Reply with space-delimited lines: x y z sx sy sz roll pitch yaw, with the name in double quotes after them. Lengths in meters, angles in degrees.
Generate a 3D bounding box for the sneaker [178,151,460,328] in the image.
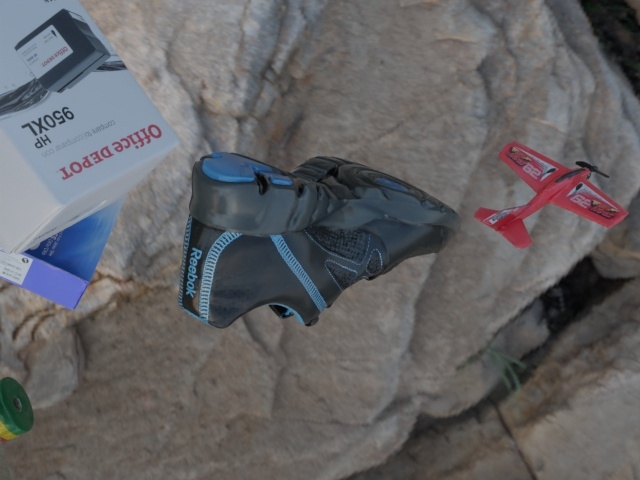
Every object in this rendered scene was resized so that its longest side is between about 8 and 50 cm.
0.000 0.000 0.924 0.341 0.125 0.139 1 111 -48 "sneaker"

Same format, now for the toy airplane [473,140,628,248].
0.211 -0.038 0.946 0.151 0.151 0.028 -16 133 -15 "toy airplane"

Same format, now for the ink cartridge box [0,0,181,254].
-0.439 -0.218 1.476 0.394 0.166 0.285 54 38 -3 "ink cartridge box"

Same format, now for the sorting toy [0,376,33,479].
-0.262 0.144 0.648 0.046 0.274 0.132 -24 72 6 "sorting toy"

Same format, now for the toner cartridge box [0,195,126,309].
-0.439 -0.046 1.722 0.165 0.347 0.075 27 124 -15 "toner cartridge box"
